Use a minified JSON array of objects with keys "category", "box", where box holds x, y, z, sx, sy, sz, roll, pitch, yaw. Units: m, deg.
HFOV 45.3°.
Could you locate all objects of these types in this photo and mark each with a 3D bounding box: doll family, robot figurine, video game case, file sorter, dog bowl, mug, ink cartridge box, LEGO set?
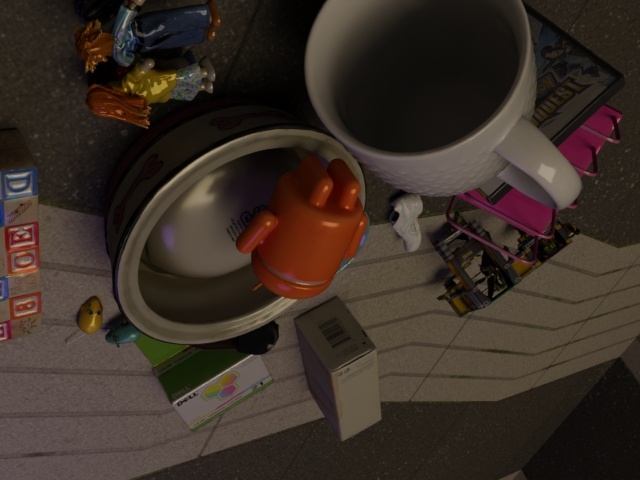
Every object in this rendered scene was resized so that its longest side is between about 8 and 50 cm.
[{"category":"doll family","box":[-0.203,-0.221,0.892,0.163,0.118,0.263,-18,152,-25]},{"category":"robot figurine","box":[-0.023,-0.010,1.055,0.158,0.128,0.219,-37,155,-55]},{"category":"video game case","box":[0.294,-0.231,1.234,0.275,0.248,0.035,-43,149,6]},{"category":"file sorter","box":[0.383,-0.132,1.403,0.291,0.202,0.182,-64,176,31]},{"category":"dog bowl","box":[-0.139,-0.037,1.157,0.408,0.150,0.408,-23,141,-20]},{"category":"mug","box":[0.192,-0.168,1.045,0.276,0.374,0.328,-51,159,3]},{"category":"ink cartridge box","box":[-0.214,0.221,1.416,0.189,0.097,0.255,-31,144,-10]},{"category":"LEGO set","box":[0.372,0.006,1.675,0.331,0.192,0.255,-36,174,2]}]

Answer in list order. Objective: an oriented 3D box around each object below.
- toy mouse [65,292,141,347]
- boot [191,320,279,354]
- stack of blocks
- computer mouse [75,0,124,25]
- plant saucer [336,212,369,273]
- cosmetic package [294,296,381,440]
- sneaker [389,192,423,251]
[{"category":"toy mouse","box":[-0.320,0.127,1.253,0.143,0.031,0.161,13,116,-33]},{"category":"boot","box":[-0.175,0.146,1.337,0.106,0.219,0.082,-15,120,-81]},{"category":"stack of blocks","box":[-0.458,0.012,0.983,0.171,0.087,0.297,-13,137,-31]},{"category":"computer mouse","box":[-0.187,-0.332,0.897,0.242,0.041,0.071,-32,156,0]},{"category":"plant saucer","box":[0.000,0.000,1.412,0.195,0.037,0.195,-24,142,-20]},{"category":"cosmetic package","box":[0.043,0.283,1.655,0.113,0.160,0.309,-26,141,-15]},{"category":"sneaker","box":[0.165,-0.035,1.513,0.061,0.054,0.152,-18,134,-12]}]
